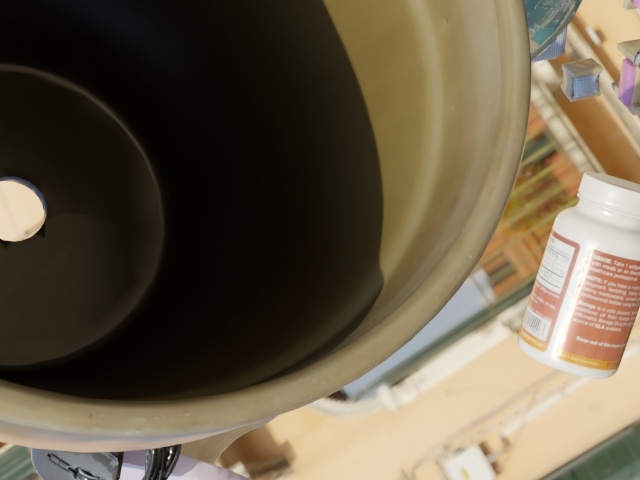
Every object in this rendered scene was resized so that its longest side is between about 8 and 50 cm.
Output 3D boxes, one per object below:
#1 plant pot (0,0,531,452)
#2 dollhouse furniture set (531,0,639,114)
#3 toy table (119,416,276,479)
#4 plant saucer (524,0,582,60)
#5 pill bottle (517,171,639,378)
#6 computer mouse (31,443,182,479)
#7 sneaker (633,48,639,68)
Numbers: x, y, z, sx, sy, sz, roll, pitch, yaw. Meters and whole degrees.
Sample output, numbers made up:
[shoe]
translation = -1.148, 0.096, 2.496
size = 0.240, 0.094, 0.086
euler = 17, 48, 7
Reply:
[plant pot]
translation = -0.117, -0.056, 0.528
size = 0.323, 0.323, 0.280
euler = 56, 151, 1
[dollhouse furniture set]
translation = 0.303, -0.229, 1.391
size = 0.198, 0.303, 0.286
euler = -113, 16, -49
[toy table]
translation = -0.190, 0.239, 1.529
size = 0.252, 0.274, 0.160
euler = 113, 173, -65
[plant saucer]
translation = 0.096, -0.192, 0.828
size = 0.195, 0.195, 0.037
euler = 50, -163, -22
[pill bottle]
translation = 0.311, 0.038, 1.358
size = 0.121, 0.216, 0.121
euler = 15, -167, -4
[computer mouse]
translation = -0.253, 0.222, 1.334
size = 0.060, 0.184, 0.262
euler = 12, -165, -41
[sneaker]
translation = 0.295, -0.148, 0.913
size = 0.058, 0.052, 0.135
euler = 55, 152, -4
